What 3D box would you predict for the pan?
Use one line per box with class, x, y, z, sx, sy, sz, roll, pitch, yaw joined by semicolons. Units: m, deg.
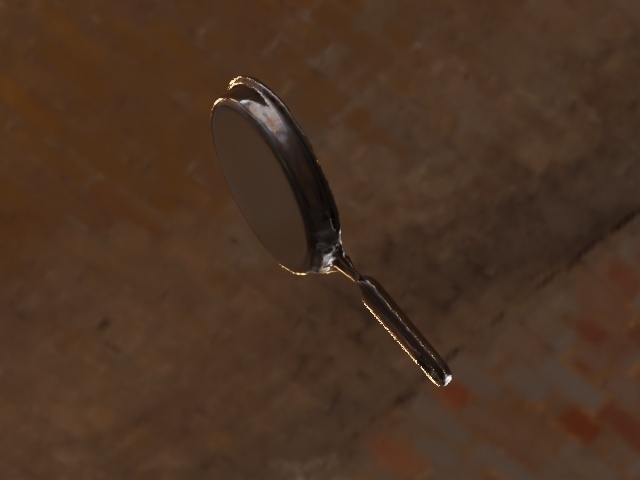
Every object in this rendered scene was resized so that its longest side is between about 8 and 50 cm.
pan;0.000;0.000;1.123;0.235;0.028;0.136;52;-21;19
